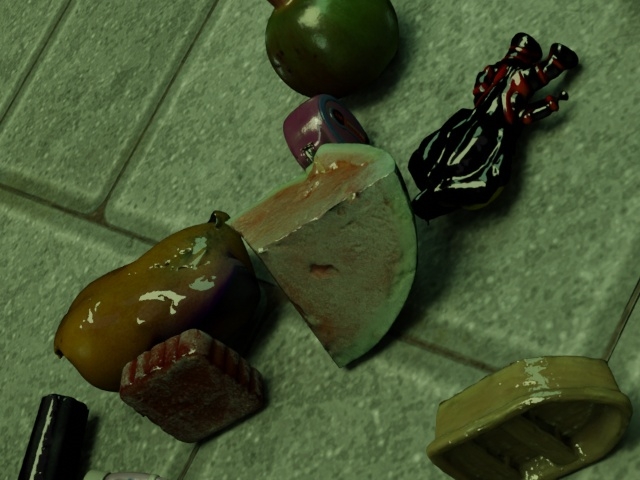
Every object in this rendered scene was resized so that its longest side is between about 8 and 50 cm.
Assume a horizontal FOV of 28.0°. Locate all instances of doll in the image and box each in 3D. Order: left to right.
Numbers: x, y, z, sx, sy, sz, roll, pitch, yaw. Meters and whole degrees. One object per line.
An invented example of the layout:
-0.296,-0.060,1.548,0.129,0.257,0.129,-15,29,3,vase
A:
0.185,-0.118,1.418,0.248,0.088,0.127,-54,15,-12,doll

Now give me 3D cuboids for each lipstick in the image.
-0.373,0.401,1.642,0.077,0.077,0.418,-16,54,40,lipstick

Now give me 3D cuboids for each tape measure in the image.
0.010,-0.114,1.571,0.074,0.118,0.125,-35,38,23,tape measure

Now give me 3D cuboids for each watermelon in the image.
0.000,0.000,1.448,0.260,0.176,0.256,-120,41,-68,watermelon

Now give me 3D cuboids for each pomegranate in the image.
-0.001,-0.281,1.630,0.180,0.209,0.180,-34,27,20,pomegranate

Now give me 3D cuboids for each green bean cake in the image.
-0.151,0.171,1.520,0.135,0.136,0.056,-31,37,24,green bean cake

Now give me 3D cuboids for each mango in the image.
-0.204,0.089,1.609,0.287,0.152,0.201,-31,0,26,mango

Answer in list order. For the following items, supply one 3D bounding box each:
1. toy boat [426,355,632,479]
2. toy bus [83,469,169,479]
0.196,0.163,1.169,0.188,0.116,0.061,-31,38,31,toy boat
-0.187,0.342,1.393,0.142,0.202,0.142,6,65,14,toy bus
